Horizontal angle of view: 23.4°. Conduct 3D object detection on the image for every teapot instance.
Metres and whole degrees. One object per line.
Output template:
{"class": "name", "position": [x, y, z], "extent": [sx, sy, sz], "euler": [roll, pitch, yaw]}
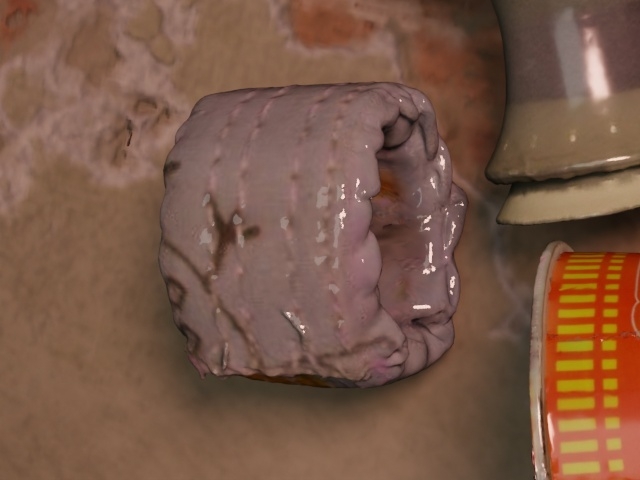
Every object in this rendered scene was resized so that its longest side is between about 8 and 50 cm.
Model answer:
{"class": "teapot", "position": [0.110, -0.139, 0.697], "extent": [0.183, 0.183, 0.251], "euler": [-8, 97, 26]}

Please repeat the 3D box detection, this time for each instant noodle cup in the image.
{"class": "instant noodle cup", "position": [0.210, 0.084, 0.648], "extent": [0.212, 0.193, 0.193], "euler": [-6, 88, 19]}

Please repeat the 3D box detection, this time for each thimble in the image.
{"class": "thimble", "position": [-0.001, -0.002, 0.767], "extent": [0.118, 0.127, 0.151], "euler": [-1, 95, 27]}
